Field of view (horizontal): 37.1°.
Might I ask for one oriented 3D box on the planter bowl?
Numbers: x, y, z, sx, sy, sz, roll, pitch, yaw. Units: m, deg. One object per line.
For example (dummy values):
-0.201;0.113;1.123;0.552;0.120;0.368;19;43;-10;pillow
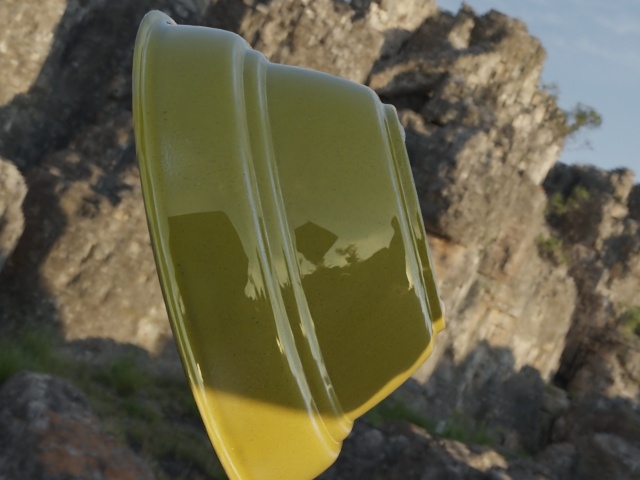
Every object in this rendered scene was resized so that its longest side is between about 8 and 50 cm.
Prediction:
0.000;0.000;0.407;0.090;0.217;0.217;-12;-6;5;planter bowl
